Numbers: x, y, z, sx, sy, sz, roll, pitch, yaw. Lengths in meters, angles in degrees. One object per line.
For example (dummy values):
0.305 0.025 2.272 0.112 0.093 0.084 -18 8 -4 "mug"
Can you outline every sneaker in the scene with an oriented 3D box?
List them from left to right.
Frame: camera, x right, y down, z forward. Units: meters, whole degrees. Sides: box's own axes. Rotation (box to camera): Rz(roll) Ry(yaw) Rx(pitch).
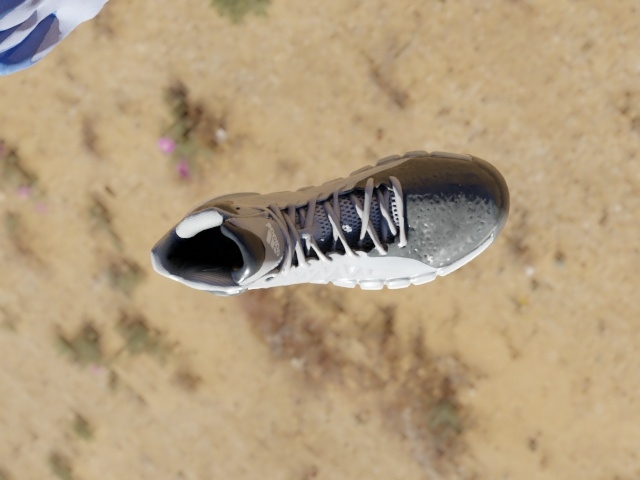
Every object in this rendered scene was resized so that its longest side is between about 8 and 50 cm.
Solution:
0.000 0.000 1.104 0.229 0.132 0.086 -11 93 17 "sneaker"

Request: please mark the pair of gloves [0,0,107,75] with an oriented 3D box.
-0.119 -0.174 0.881 0.023 0.159 0.198 36 133 17 "pair of gloves"
